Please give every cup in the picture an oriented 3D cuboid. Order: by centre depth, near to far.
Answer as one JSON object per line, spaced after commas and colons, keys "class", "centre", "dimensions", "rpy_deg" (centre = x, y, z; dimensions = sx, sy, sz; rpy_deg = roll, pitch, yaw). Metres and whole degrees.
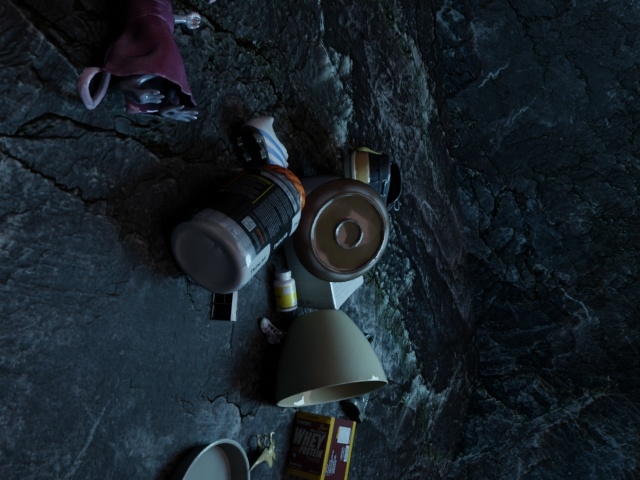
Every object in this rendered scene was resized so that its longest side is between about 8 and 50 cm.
{"class": "cup", "centre": [0.014, 0.344, 1.602], "dimensions": [0.331, 0.331, 0.236], "rpy_deg": [34, 41, -57]}

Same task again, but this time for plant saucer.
{"class": "plant saucer", "centre": [0.072, -0.023, 1.541], "dimensions": [0.311, 0.050, 0.310], "rpy_deg": [-4, 102, -21]}

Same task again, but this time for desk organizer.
{"class": "desk organizer", "centre": [-0.241, 0.140, 1.359], "dimensions": [0.050, 0.047, 0.130], "rpy_deg": [13, 79, -58]}

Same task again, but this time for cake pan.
{"class": "cake pan", "centre": [-0.277, 0.629, 1.298], "dimensions": [0.293, 0.054, 0.293], "rpy_deg": [-3, 94, -61]}

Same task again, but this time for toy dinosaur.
{"class": "toy dinosaur", "centre": [-0.150, 0.587, 1.497], "dimensions": [0.183, 0.053, 0.092], "rpy_deg": [52, 26, -71]}

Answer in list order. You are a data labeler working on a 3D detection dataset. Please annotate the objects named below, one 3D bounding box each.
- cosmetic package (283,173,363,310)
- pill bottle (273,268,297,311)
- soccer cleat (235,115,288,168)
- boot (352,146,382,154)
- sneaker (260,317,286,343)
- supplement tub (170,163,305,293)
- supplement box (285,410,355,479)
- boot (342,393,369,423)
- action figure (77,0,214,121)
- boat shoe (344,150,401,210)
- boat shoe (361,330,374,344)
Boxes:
{"class": "cosmetic package", "centre": [0.000, 0.000, 1.681], "dimensions": [0.217, 0.156, 0.384], "rpy_deg": [-40, 126, -52]}
{"class": "pill bottle", "centre": [-0.106, 0.146, 1.586], "dimensions": [0.065, 0.065, 0.116], "rpy_deg": [-25, 112, -59]}
{"class": "soccer cleat", "centre": [-0.125, -0.186, 1.488], "dimensions": [0.143, 0.116, 0.331], "rpy_deg": [-51, 133, -48]}
{"class": "boot", "centre": [0.181, -0.210, 2.088], "dimensions": [0.236, 0.089, 0.269], "rpy_deg": [6, 87, -53]}
{"class": "sneaker", "centre": [-0.129, 0.260, 1.541], "dimensions": [0.038, 0.069, 0.098], "rpy_deg": [-63, 142, -40]}
{"class": "supplement tub", "centre": [-0.182, -0.044, 1.295], "dimensions": [0.338, 0.207, 0.207], "rpy_deg": [-50, 133, -48]}
{"class": "supplement box", "centre": [0.004, 0.665, 1.733], "dimensions": [0.194, 0.129, 0.191], "rpy_deg": [39, 58, -55]}
{"class": "boot", "centre": [0.161, 0.578, 2.074], "dimensions": [0.208, 0.076, 0.189], "rpy_deg": [-60, 155, -31]}
{"class": "action figure", "centre": [-0.351, -0.428, 1.073], "dimensions": [0.276, 0.248, 0.370], "rpy_deg": [-9, 85, -19]}
{"class": "boat shoe", "centre": [0.203, -0.180, 1.830], "dimensions": [0.500, 0.156, 0.186], "rpy_deg": [36, 50, -72]}
{"class": "boat shoe", "centre": [0.130, 0.436, 2.007], "dimensions": [0.254, 0.079, 0.095], "rpy_deg": [-47, 131, -51]}
